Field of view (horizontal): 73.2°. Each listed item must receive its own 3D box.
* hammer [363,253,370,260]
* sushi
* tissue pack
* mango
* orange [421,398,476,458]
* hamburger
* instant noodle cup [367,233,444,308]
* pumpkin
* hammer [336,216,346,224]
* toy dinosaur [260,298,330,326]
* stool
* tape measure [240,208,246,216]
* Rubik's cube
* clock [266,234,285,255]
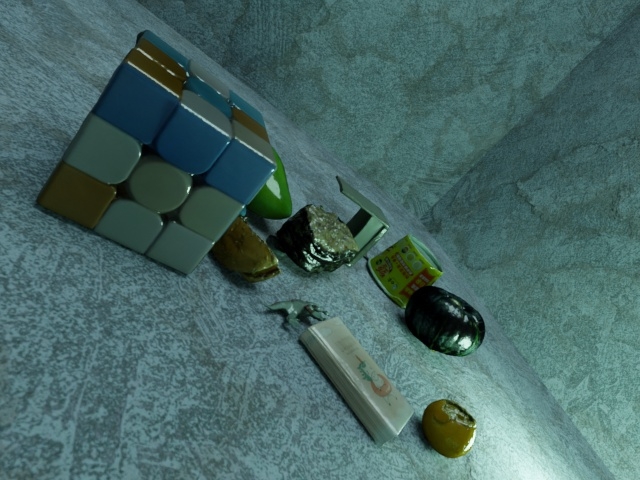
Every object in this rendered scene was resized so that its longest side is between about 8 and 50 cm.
[{"bbox_3d":[0.213,0.042,2.096,0.062,0.013,0.199,39,19,-13],"label":"hammer"},{"bbox_3d":[0.000,0.000,1.485,0.350,0.171,0.211,20,32,-57],"label":"sushi"},{"bbox_3d":[0.094,0.346,1.112,0.325,0.071,0.170,50,22,18],"label":"tissue pack"},{"bbox_3d":[-0.215,-0.216,1.501,0.382,0.201,0.225,56,12,25],"label":"mango"},{"bbox_3d":[0.357,0.515,1.188,0.154,0.134,0.154,46,15,-16],"label":"orange"},{"bbox_3d":[-0.222,0.002,1.124,0.262,0.131,0.124,47,-17,26],"label":"hamburger"},{"bbox_3d":[0.394,0.128,1.936,0.311,0.221,0.311,39,21,-18],"label":"instant noodle cup"},{"bbox_3d":[0.483,0.330,1.698,0.315,0.238,0.315,26,10,-5],"label":"pumpkin"},{"bbox_3d":[0.039,-0.104,2.041,0.246,0.029,0.103,25,26,-39],"label":"hammer"},{"bbox_3d":[-0.072,0.182,1.158,0.242,0.053,0.167,15,6,-31],"label":"toy dinosaur"},{"bbox_3d":[0.097,-0.074,1.754,0.270,0.243,0.170,35,20,-24],"label":"stool"},{"bbox_3d":[-0.287,-0.108,1.307,0.125,0.081,0.146,43,16,-36],"label":"tape measure"},{"bbox_3d":[-0.344,-0.199,0.971,0.344,0.347,0.346,31,23,-29],"label":"Rubik's cube"},{"bbox_3d":[-0.143,0.017,1.422,0.085,0.017,0.085,38,19,-16],"label":"clock"}]
